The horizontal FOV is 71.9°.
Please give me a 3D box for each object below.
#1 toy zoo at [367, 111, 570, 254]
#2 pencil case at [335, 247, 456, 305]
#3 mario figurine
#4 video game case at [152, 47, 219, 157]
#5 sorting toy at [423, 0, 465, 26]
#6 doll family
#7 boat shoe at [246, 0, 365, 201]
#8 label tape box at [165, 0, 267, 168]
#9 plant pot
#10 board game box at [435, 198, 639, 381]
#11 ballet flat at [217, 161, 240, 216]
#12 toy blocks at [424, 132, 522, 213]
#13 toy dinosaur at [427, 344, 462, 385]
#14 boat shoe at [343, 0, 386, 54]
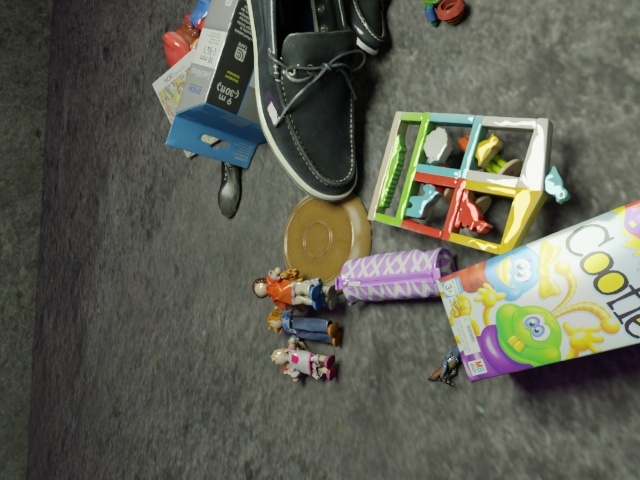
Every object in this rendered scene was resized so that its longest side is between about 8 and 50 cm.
[{"bbox_3d":[0.215,-0.092,0.665,0.293,0.030,0.193,20,97,42],"label":"toy zoo"},{"bbox_3d":[0.126,0.061,0.754,0.206,0.088,0.087,-12,78,38],"label":"pencil case"},{"bbox_3d":[-0.306,-0.594,1.237,0.321,0.170,0.198,-54,16,8],"label":"mario figurine"},{"bbox_3d":[-0.348,-0.366,1.204,0.206,0.026,0.227,-17,102,38],"label":"video game case"},{"bbox_3d":[0.218,-0.413,0.786,0.061,0.042,0.102,-31,51,16],"label":"sorting toy"},{"bbox_3d":[-0.043,0.148,0.869,0.163,0.118,0.263,5,119,29],"label":"doll family"},{"bbox_3d":[-0.020,-0.316,0.796,0.156,0.186,0.501,0,103,59],"label":"boat shoe"},{"bbox_3d":[-0.162,-0.324,0.963,0.106,0.240,0.334,30,104,38],"label":"label tape box"},{"bbox_3d":[0.000,0.000,0.909,0.236,0.032,0.237,-7,79,39],"label":"plant pot"},{"bbox_3d":[0.315,0.070,0.552,0.275,0.142,0.144,-29,65,34],"label":"board game box"},{"bbox_3d":[-0.229,-0.145,1.130,0.057,0.049,0.173,4,86,-2],"label":"ballet flat"},{"bbox_3d":[0.228,-0.120,0.716,0.123,0.054,0.148,-54,53,22],"label":"toy blocks"},{"bbox_3d":[0.205,0.184,0.699,0.090,0.047,0.082,-7,60,50],"label":"toy dinosaur"},{"bbox_3d":[0.077,-0.505,0.868,0.091,0.114,0.303,-32,65,38],"label":"boat shoe"}]
